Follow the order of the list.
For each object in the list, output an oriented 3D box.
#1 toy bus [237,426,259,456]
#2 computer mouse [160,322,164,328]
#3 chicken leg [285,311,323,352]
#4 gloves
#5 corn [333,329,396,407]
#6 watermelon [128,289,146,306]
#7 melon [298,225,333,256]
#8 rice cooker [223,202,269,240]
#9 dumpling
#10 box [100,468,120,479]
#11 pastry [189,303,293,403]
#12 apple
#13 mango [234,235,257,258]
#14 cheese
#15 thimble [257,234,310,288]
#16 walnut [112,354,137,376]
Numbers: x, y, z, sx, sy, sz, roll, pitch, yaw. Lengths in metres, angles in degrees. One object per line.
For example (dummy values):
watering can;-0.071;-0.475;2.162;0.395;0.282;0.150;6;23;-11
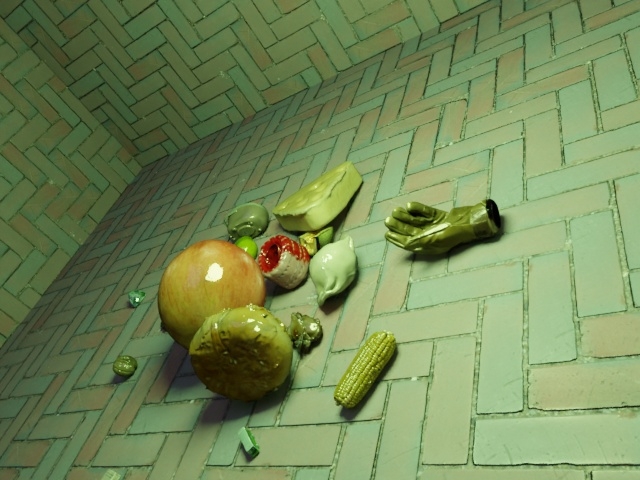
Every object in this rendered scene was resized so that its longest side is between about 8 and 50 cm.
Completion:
toy bus;-0.193;0.544;1.455;0.031;0.037;0.083;-42;31;-6
computer mouse;-0.589;0.277;2.207;0.192;0.062;0.106;-49;32;-20
chicken leg;-0.079;0.280;1.654;0.196;0.080;0.125;-1;59;46
gloves;0.350;-0.039;1.572;0.331;0.141;0.154;-11;65;23
corn;0.116;0.326;1.384;0.080;0.080;0.238;9;53;51
watermelon;-0.862;0.277;2.523;0.085;0.085;0.061;-57;-5;-29
melon;0.000;0.000;1.953;0.128;0.079;0.160;-32;11;-24
rice cooker;-0.318;-0.079;2.324;0.206;0.145;0.127;-27;42;24
dumpling;0.033;0.099;1.733;0.193;0.147;0.258;-50;17;52
box;-0.666;0.759;1.677;0.054;0.024;0.083;-1;46;43
pastry;-0.220;0.316;1.567;0.316;0.284;0.184;-31;12;24
apple;-0.359;0.197;1.784;0.364;0.364;0.364;-27;32;18
mango;-0.315;0.044;2.219;0.117;0.089;0.163;-48;19;-1
cheese;-0.010;-0.142;2.056;0.384;0.104;0.384;-32;17;11
thimble;-0.128;0.074;1.899;0.163;0.125;0.189;-56;33;5
walnut;-0.754;0.484;2.084;0.092;0.092;0.092;-27;32;18
